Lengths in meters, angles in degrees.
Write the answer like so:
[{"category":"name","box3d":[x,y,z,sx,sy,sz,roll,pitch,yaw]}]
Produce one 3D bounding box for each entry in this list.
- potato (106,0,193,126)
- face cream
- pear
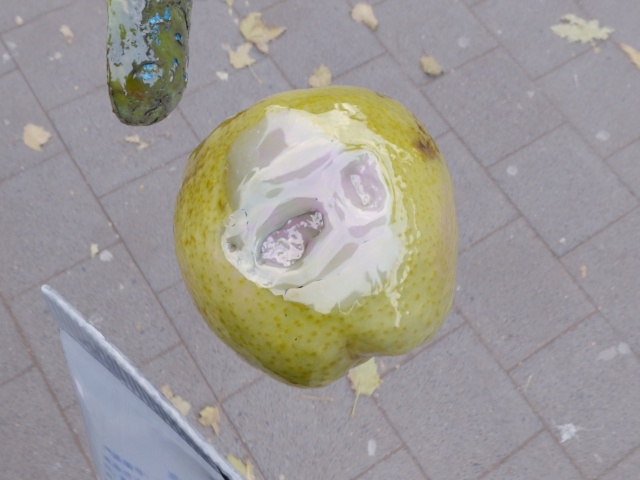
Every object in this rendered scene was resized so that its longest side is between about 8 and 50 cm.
[{"category":"potato","box3d":[-0.142,-0.197,0.651,0.054,0.119,0.197,3,66,9]},{"category":"face cream","box3d":[-0.066,0.221,0.429,0.137,0.420,0.235,-34,63,-31]},{"category":"pear","box3d":[0.000,0.000,0.430,0.178,0.178,0.177,1,68,-2]}]
